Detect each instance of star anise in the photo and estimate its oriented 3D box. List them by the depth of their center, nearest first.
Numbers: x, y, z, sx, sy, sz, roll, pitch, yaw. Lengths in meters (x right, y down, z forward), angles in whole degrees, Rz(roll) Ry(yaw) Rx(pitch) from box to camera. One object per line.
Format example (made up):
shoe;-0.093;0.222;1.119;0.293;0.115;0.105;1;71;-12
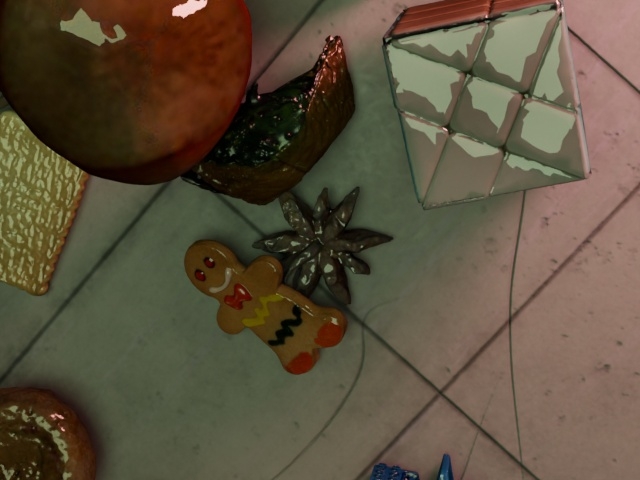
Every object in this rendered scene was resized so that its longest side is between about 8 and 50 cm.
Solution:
star anise;0.000;0.000;1.717;0.182;0.065;0.195;-39;89;13

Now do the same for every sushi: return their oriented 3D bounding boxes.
sushi;-0.060;-0.152;1.655;0.287;0.149;0.140;-42;103;14

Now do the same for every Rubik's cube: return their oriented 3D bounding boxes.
Rubik's cube;0.217;-0.194;1.558;0.221;0.224;0.231;-10;106;12

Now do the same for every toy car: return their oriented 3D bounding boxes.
toy car;0.151;0.360;1.736;0.191;0.097;0.100;10;100;7

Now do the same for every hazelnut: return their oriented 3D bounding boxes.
hazelnut;-0.253;-0.245;1.530;0.366;0.366;0.365;1;99;9

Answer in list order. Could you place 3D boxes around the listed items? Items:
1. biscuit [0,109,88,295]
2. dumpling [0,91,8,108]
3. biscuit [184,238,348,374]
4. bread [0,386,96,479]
biscuit;-0.437;-0.054;1.793;0.160;0.030;0.249;23;102;4
dumpling;-0.457;-0.247;1.738;0.332;0.086;0.166;-31;61;12
biscuit;-0.092;0.091;1.726;0.250;0.036;0.165;38;130;-2
bread;-0.441;0.323;1.810;0.230;0.123;0.230;1;97;10
